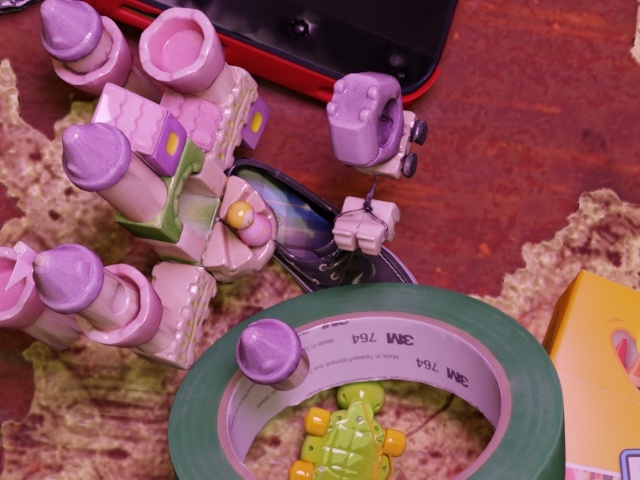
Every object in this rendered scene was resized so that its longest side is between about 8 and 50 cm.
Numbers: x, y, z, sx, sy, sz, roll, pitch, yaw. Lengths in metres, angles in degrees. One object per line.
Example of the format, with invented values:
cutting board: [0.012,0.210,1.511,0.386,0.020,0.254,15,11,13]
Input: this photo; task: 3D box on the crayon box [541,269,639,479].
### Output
crayon box: [0.338,0.240,1.368,0.363,0.106,0.313,21,73,3]

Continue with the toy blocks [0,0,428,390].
toy blocks: [-0.122,-0.050,1.231,0.309,0.260,0.288,11,73,22]

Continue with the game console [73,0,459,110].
game console: [-0.033,-0.321,1.420,0.387,0.060,0.342,20,77,-16]

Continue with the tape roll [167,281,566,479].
tape roll: [0.039,0.161,1.278,0.321,0.321,0.077,-17,126,-10]

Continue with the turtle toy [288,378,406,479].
turtle toy: [0.026,0.181,1.398,0.095,0.066,0.130,17,82,-3]

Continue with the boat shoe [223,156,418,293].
boat shoe: [0.000,0.000,1.405,0.228,0.076,0.080,41,80,-3]

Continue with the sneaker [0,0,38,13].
sneaker: [-0.246,-0.285,1.403,0.089,0.051,0.170,7,87,-13]
